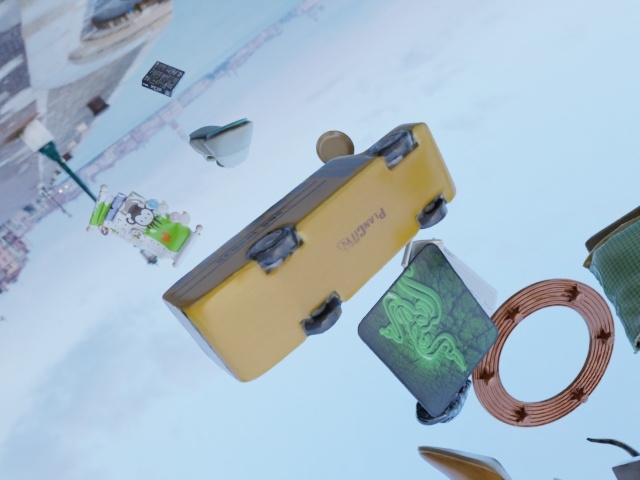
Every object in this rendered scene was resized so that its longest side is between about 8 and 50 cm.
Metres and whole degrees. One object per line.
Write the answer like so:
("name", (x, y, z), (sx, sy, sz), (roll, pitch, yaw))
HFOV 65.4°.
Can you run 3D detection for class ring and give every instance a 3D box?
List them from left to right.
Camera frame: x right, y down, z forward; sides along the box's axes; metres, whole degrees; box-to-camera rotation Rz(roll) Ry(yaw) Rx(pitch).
("ring", (0.466, 0.239, 1.020), (0.336, 0.336, 0.032), (-38, -159, -3))

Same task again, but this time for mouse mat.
("mouse mat", (0.144, 0.116, 0.633), (0.152, 0.190, 0.007), (-47, -157, -15))

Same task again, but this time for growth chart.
("growth chart", (-0.380, -0.032, 1.077), (0.172, 0.237, 0.021), (-58, -170, 38))

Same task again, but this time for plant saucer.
("plant saucer", (0.031, -0.192, 1.057), (0.083, 0.083, 0.015), (-42, 177, -13))

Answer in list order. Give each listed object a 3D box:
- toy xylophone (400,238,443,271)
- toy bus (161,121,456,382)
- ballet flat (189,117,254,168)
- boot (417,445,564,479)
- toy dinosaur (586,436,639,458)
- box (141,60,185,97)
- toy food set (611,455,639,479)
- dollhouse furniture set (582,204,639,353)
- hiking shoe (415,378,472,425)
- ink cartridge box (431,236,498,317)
("toy xylophone", (0.201, 0.091, 0.997), (0.081, 0.236, 0.323), (6, -142, 12))
("toy bus", (0.000, 0.000, 0.553), (0.332, 0.108, 0.130), (-41, -158, -22))
("ballet flat", (-0.166, -0.166, 0.880), (0.086, 0.086, 0.248), (-42, -156, -13))
("boot", (0.279, 0.473, 0.815), (0.295, 0.104, 0.211), (4, -105, 36))
("toy dinosaur", (0.675, 0.458, 0.982), (0.268, 0.118, 0.064), (33, -73, 37))
("box", (-0.341, -0.353, 1.089), (0.018, 0.067, 0.083), (118, -11, -48))
("toy food set", (0.377, 0.258, 0.487), (0.104, 0.232, 0.111), (-39, -123, 34))
("dollhouse furniture set", (0.401, -0.053, 0.525), (0.301, 0.151, 0.197), (-42, -168, 27))
("hiking shoe", (0.382, 0.517, 1.534), (0.113, 0.132, 0.304), (18, -163, 36))
("ink cartridge box", (0.417, 0.133, 1.536), (0.060, 0.275, 0.239), (-51, 175, 31))
